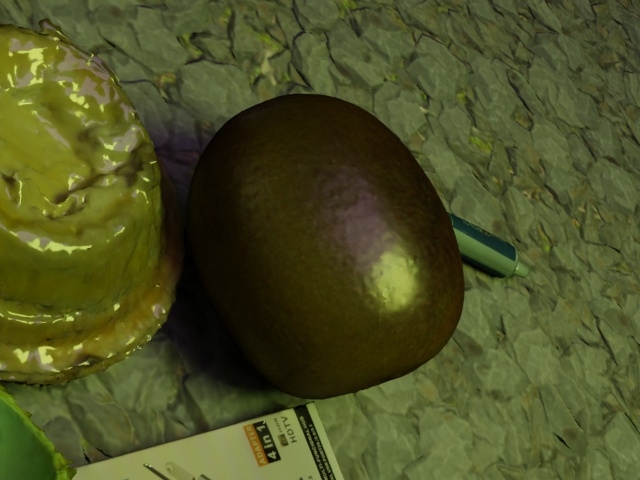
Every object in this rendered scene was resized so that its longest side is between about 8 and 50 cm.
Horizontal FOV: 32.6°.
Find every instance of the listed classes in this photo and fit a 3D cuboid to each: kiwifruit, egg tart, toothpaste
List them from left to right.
[{"bbox_3d":[-0.207,-0.042,0.729,0.290,0.115,0.290,19,54,-29],"label":"egg tart"},{"bbox_3d":[0.000,0.000,0.819,0.196,0.196,0.234,-9,67,-43],"label":"kiwifruit"},{"bbox_3d":[0.126,-0.007,1.040,0.197,0.035,0.057,26,11,-26],"label":"toothpaste"}]

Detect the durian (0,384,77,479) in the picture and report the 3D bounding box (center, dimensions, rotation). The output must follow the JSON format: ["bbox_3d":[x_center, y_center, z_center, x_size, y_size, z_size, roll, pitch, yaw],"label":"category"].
[{"bbox_3d":[-0.238,0.132,0.519,0.200,0.176,0.237,59,18,19],"label":"durian"}]

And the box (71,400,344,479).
[{"bbox_3d":[-0.076,0.196,0.740,0.247,0.033,0.129,-9,70,-43],"label":"box"}]
